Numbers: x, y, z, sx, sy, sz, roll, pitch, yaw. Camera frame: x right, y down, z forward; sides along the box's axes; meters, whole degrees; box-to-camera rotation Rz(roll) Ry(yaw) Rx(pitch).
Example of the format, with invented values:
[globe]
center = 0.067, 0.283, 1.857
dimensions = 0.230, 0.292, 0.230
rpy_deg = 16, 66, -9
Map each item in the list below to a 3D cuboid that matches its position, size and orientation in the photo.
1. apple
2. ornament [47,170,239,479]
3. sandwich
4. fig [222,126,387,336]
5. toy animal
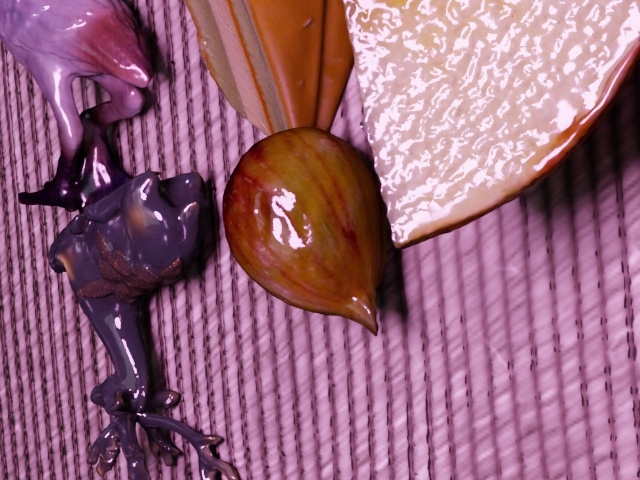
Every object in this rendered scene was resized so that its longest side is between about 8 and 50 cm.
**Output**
[apple]
center = 0.080, -0.179, 1.058
dimensions = 0.254, 0.179, 0.346
rpy_deg = -18, 84, 66
[ornament]
center = -0.119, 0.084, 1.410
dimensions = 0.202, 0.080, 0.236
rpy_deg = -31, 69, 51
[sandwich]
center = -0.005, -0.166, 1.289
dimensions = 0.117, 0.144, 0.187
rpy_deg = 43, 162, 38
[fig]
center = 0.000, 0.000, 1.235
dimensions = 0.154, 0.103, 0.109
rpy_deg = 51, 156, 37
[toy animal]
center = -0.213, -0.171, 1.476
dimensions = 0.195, 0.090, 0.324
rpy_deg = -36, 69, 46
